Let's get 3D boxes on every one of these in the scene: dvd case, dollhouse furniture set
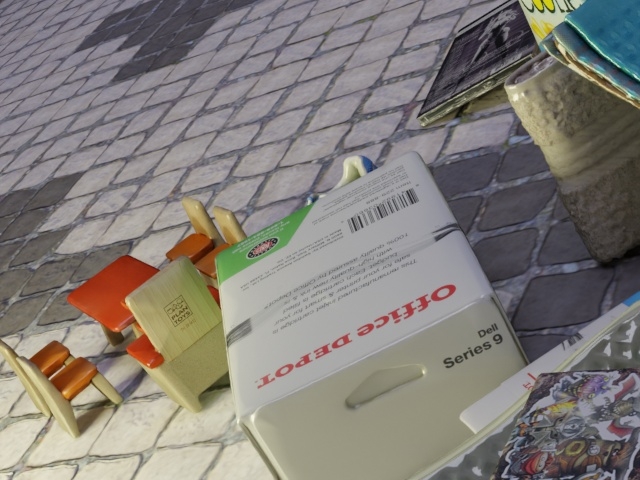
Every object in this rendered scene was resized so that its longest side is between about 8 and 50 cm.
[{"bbox_3d":[0.204,-0.227,1.539,0.164,0.018,0.221,-28,22,36],"label":"dvd case"},{"bbox_3d":[-0.175,0.062,1.295,0.262,0.135,0.259,-39,26,-19],"label":"dollhouse furniture set"}]

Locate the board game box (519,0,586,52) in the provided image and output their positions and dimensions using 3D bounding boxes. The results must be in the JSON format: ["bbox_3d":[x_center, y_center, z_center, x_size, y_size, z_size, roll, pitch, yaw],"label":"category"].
[{"bbox_3d":[0.274,-0.205,1.157,0.144,0.275,0.142,-32,25,-6],"label":"board game box"}]

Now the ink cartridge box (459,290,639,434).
[{"bbox_3d":[0.198,0.111,0.898,0.180,0.060,0.104,-33,26,-7],"label":"ink cartridge box"}]

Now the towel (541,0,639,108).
[{"bbox_3d":[0.386,-0.128,0.941,0.271,0.040,0.370,-41,62,-20],"label":"towel"}]

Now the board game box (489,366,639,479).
[{"bbox_3d":[0.236,0.176,0.536,0.291,0.232,0.141,-9,33,38],"label":"board game box"}]

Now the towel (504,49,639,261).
[{"bbox_3d":[0.304,-0.124,1.081,0.282,0.187,0.049,-34,21,-7],"label":"towel"}]

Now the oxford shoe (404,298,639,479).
[{"bbox_3d":[0.182,0.146,0.772,0.449,0.130,0.169,-29,66,-2],"label":"oxford shoe"}]

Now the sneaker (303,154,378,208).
[{"bbox_3d":[0.000,0.000,1.292,0.080,0.081,0.211,0,39,43],"label":"sneaker"}]

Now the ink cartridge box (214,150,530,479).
[{"bbox_3d":[0.037,0.069,1.074,0.211,0.121,0.289,-27,25,6],"label":"ink cartridge box"}]
